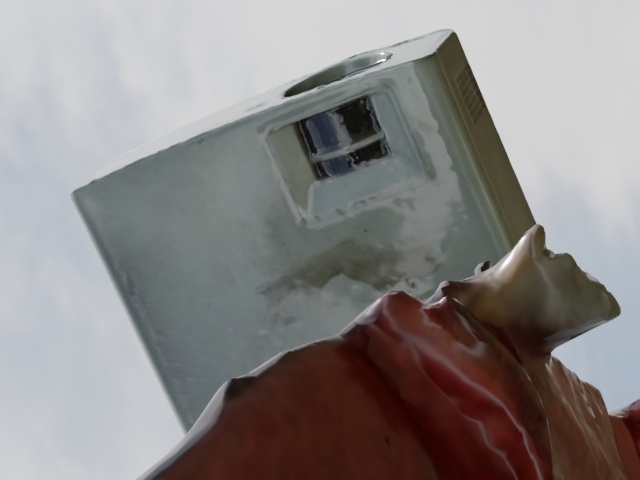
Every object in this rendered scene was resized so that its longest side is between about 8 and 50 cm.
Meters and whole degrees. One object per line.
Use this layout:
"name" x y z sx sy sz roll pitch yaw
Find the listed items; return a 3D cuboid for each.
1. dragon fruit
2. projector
"dragon fruit" -0.011 0.164 0.362 0.343 0.100 0.282 -60 -33 -7
"projector" 0.000 0.000 0.635 0.115 0.147 0.061 65 -159 -14
